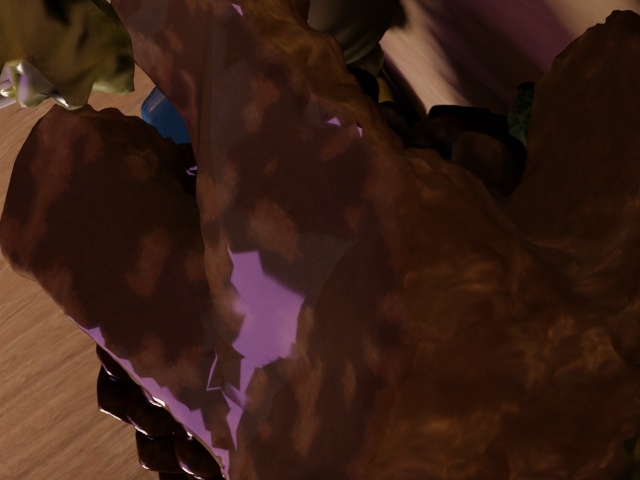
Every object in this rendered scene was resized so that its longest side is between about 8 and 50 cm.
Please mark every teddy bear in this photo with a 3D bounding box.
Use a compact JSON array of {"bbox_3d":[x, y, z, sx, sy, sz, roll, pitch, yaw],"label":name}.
[{"bbox_3d":[0.051,0.011,0.560,0.223,0.246,0.296,-5,-133,-41],"label":"teddy bear"}]

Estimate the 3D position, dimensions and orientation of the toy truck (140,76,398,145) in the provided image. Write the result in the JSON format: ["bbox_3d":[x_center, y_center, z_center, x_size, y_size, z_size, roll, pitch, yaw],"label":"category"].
[{"bbox_3d":[0.033,0.009,1.070,0.385,0.161,0.162,52,-174,-20],"label":"toy truck"}]

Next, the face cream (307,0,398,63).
[{"bbox_3d":[-0.078,-0.216,0.797,0.348,0.081,0.173,50,-178,35],"label":"face cream"}]

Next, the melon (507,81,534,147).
[{"bbox_3d":[0.166,0.037,0.669,0.261,0.053,0.114,56,-166,-6],"label":"melon"}]

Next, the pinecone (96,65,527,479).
[{"bbox_3d":[0.028,0.036,0.781,0.246,0.246,0.292,51,-162,11],"label":"pinecone"}]

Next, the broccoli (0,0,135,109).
[{"bbox_3d":[-0.047,-0.153,0.354,0.243,0.247,0.263,21,-124,-27],"label":"broccoli"}]

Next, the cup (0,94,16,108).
[{"bbox_3d":[-0.262,-0.260,1.244,0.274,0.357,0.259,-122,40,-61],"label":"cup"}]

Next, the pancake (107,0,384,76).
[{"bbox_3d":[-0.074,-0.154,0.862,0.254,0.037,0.253,27,-156,-13],"label":"pancake"}]
